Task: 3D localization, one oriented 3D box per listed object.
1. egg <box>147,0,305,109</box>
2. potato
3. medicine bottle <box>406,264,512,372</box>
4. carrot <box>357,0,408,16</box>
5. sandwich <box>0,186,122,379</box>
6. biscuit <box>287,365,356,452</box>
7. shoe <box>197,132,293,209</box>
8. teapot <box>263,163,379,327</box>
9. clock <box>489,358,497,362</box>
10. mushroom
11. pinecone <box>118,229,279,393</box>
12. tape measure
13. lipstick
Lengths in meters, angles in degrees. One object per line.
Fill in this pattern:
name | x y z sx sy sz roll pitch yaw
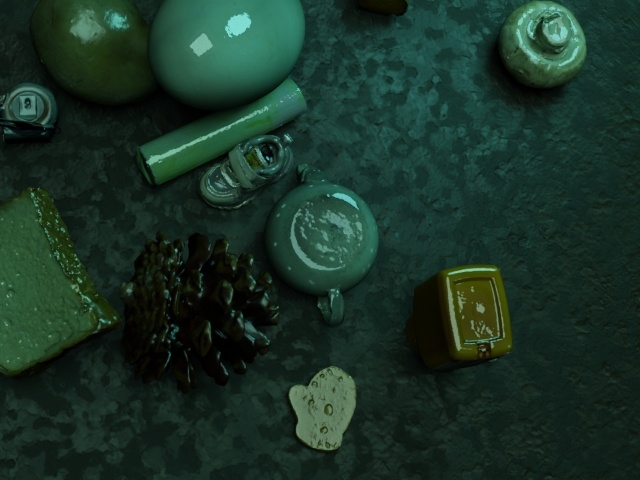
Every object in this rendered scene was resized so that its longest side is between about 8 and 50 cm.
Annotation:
egg | -0.153 -0.330 1.739 0.230 0.230 0.371 41 31 0
potato | -0.365 -0.321 1.778 0.235 0.160 0.178 25 110 -20
medicine bottle | 0.219 0.133 1.753 0.112 0.222 0.150 -5 78 -13
carrot | 0.130 -0.539 1.973 0.101 0.102 0.263 13 69 -8
sandwich | -0.449 0.073 1.656 0.226 0.087 0.251 -31 84 18
biscuit | -0.001 0.274 1.778 0.118 0.023 0.140 28 74 -4
shoe | -0.120 -0.120 1.810 0.180 0.092 0.089 -31 85 -17
teapot | 0.000 0.000 1.792 0.193 0.129 0.295 -7 80 -13
clock | 0.284 0.171 1.869 0.074 0.010 0.083 -1 76 -12
mushroom | 0.405 -0.358 1.960 0.166 0.127 0.166 1 78 -4
pinecone | -0.183 0.108 1.669 0.264 0.264 0.264 3 76 -11
tape measure | -0.483 -0.218 1.722 0.104 0.180 0.107 -9 79 3
lipstick | -0.170 -0.185 1.826 0.304 0.076 0.076 -29 84 -16
